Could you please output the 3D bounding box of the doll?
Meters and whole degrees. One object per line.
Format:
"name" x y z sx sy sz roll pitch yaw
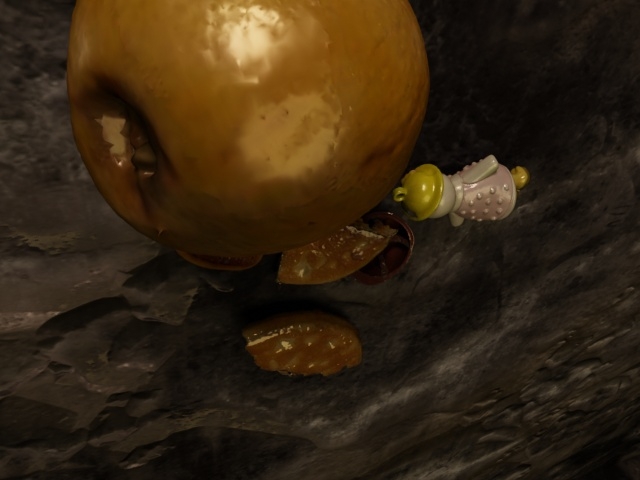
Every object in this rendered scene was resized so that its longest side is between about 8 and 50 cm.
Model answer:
"doll" 0.188 -0.064 0.726 0.207 0.081 0.129 -4 143 -22

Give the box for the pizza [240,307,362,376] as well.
"pizza" -0.020 0.150 0.821 0.246 0.058 0.127 9 123 -36

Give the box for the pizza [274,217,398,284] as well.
"pizza" 0.000 0.000 0.694 0.178 0.041 0.131 -33 119 23

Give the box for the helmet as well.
"helmet" 0.077 0.002 0.742 0.089 0.057 0.111 37 114 -7

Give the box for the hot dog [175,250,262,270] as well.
"hot dog" -0.124 -0.012 0.621 0.140 0.060 0.090 5 122 -41

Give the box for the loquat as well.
"loquat" -0.050 -0.124 0.426 0.274 0.275 0.275 -15 135 -16
